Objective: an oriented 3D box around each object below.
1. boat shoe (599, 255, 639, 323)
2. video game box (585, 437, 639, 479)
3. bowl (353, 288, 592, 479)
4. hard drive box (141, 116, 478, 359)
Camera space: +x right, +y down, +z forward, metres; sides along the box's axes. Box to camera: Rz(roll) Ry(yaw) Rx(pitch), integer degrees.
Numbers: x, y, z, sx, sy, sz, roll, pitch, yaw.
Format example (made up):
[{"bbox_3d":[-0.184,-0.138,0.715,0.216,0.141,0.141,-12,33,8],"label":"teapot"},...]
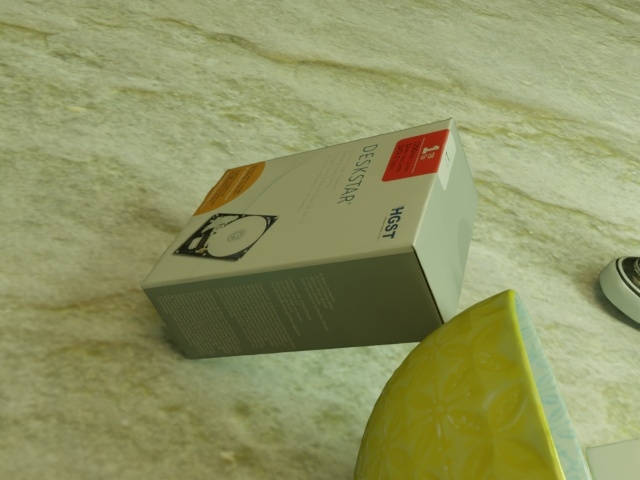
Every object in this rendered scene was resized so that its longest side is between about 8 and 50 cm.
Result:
[{"bbox_3d":[0.472,0.061,0.756,0.306,0.105,0.113,18,41,-1],"label":"boat shoe"},{"bbox_3d":[0.222,0.253,0.399,0.048,0.187,0.205,-22,36,18],"label":"video game box"},{"bbox_3d":[0.091,0.188,0.408,0.156,0.289,0.289,-20,40,17],"label":"bowl"},{"bbox_3d":[0.000,0.000,0.568,0.232,0.089,0.181,-9,33,26],"label":"hard drive box"}]
